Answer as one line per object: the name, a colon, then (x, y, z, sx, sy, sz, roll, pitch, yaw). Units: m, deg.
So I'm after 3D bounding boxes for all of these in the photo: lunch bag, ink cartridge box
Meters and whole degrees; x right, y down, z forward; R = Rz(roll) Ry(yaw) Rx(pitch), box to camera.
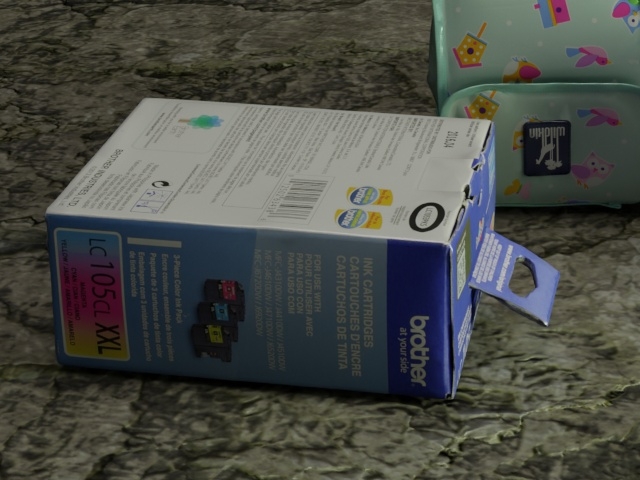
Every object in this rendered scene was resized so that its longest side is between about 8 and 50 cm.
lunch bag: (0.216, -0.160, 1.650, 0.223, 0.262, 0.160, -2, -3, 3)
ink cartridge box: (0.000, 0.000, 1.427, 0.396, 0.151, 0.270, 3, 26, 13)
